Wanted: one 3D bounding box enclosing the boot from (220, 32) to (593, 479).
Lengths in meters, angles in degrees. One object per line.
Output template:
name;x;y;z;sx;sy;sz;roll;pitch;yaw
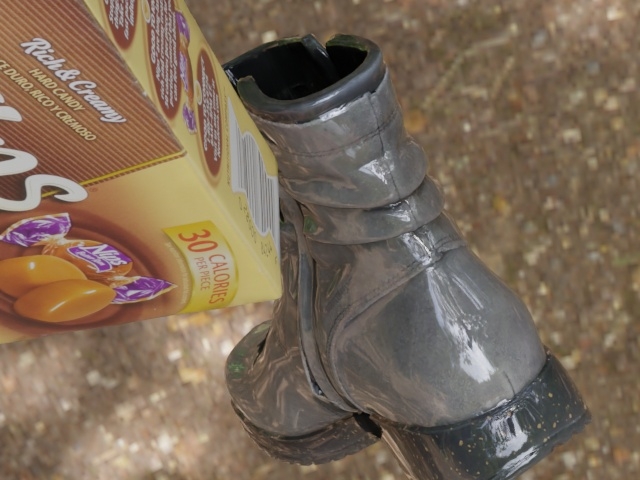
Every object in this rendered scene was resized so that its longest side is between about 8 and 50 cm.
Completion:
boot;0.000;0.000;0.859;0.118;0.223;0.338;-34;11;-22

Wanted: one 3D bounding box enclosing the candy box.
candy box;-0.085;-0.033;0.431;0.109;0.186;0.053;-9;65;10
